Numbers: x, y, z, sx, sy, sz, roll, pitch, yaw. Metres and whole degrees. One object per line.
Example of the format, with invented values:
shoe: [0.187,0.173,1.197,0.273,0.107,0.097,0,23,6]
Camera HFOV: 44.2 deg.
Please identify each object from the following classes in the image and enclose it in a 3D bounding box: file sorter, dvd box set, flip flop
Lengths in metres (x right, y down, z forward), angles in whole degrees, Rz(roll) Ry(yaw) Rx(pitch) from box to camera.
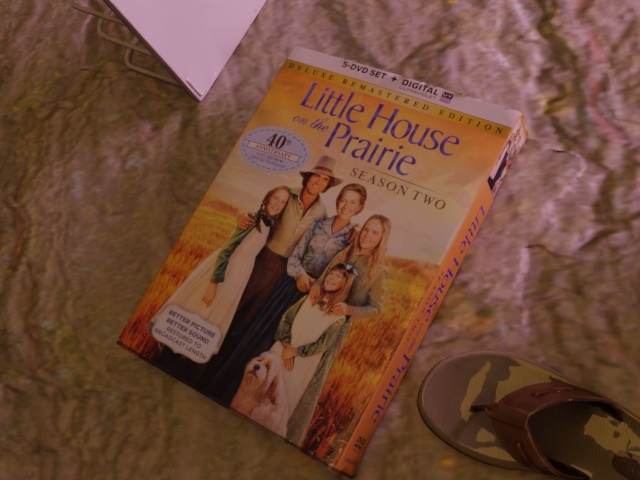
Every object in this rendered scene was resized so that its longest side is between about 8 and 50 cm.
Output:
file sorter: [-0.228,-0.351,1.001,0.173,0.277,0.193,24,77,32]
dvd box set: [0.000,0.000,0.878,0.308,0.062,0.420,24,77,27]
flip flop: [0.217,0.175,0.707,0.277,0.080,0.112,25,77,28]
